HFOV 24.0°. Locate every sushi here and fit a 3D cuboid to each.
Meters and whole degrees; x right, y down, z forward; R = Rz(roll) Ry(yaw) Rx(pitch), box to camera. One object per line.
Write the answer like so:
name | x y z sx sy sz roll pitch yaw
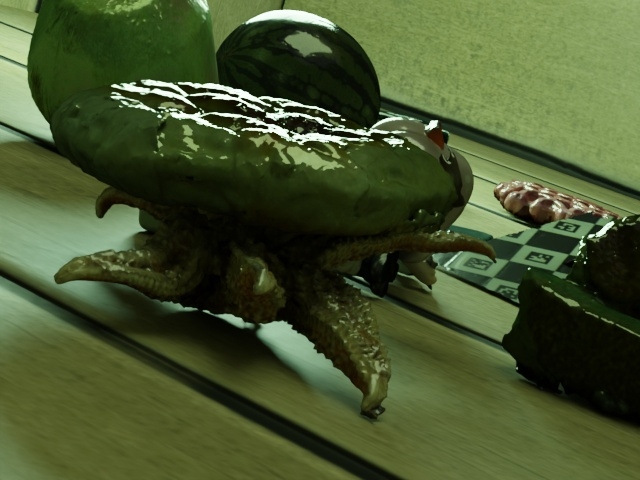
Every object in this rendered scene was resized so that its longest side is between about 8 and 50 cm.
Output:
sushi | 0.295 0.060 1.524 0.264 0.050 0.290 -15 29 -37

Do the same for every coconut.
coconut | -0.208 -0.183 1.579 0.236 0.236 0.204 24 46 38

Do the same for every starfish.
starfish | -0.026 0.029 0.988 0.301 0.084 0.293 14 13 -1

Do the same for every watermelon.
watermelon | -0.032 -0.169 1.793 0.212 0.212 0.212 17 9 -3

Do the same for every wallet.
wallet | 0.140 0.001 1.654 0.088 0.026 0.129 15 9 11

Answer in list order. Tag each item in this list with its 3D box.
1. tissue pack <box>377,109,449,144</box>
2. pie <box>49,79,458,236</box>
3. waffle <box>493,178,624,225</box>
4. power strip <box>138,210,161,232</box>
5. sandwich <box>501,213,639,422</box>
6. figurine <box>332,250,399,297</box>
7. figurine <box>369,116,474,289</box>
tissue pack | 0.090 -0.134 2.137 0.170 0.103 0.090 12 6 -34
pie | -0.045 -0.062 1.040 0.306 0.071 0.306 10 12 -2
waffle | 0.373 -0.041 2.269 0.234 0.055 0.221 18 8 11
power strip | -0.067 -0.052 1.374 0.062 0.091 0.385 22 10 13
sandwich | 0.308 0.058 1.196 0.250 0.162 0.301 25 13 18
figurine | 0.005 -0.007 1.290 0.136 0.079 0.077 15 -33 14
figurine | 0.078 -0.037 1.335 0.112 0.137 0.229 7 -23 5
